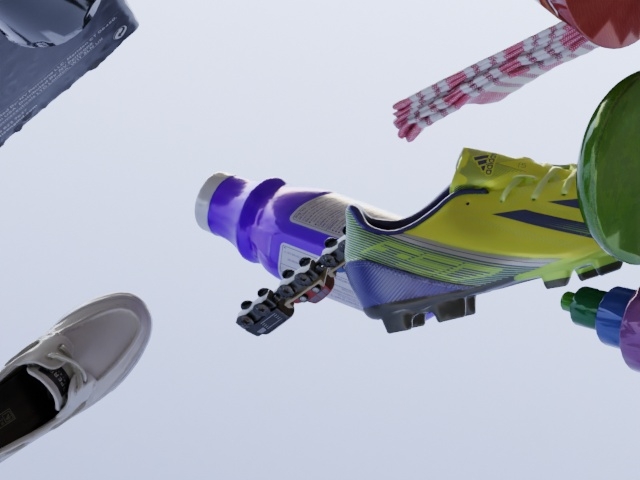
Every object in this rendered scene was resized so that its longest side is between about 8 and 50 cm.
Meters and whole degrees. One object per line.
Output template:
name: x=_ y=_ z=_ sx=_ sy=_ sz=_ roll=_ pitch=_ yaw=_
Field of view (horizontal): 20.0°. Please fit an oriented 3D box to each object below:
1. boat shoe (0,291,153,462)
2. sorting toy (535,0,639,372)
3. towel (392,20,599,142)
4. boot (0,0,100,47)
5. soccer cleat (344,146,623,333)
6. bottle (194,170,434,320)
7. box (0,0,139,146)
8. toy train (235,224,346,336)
boat shoe: x=-0.276 y=0.143 z=1.835 sx=0.267 sy=0.088 sz=0.096 roll=-33 pitch=-86 yaw=-18
sorting toy: x=0.166 y=-0.078 z=1.170 sx=0.126 sy=0.366 sz=0.127 roll=15 pitch=-140 yaw=43
towel: x=0.157 y=-0.125 z=1.248 sx=0.144 sy=0.197 sz=0.029 roll=-23 pitch=-91 yaw=-48
boot: x=-0.173 y=-0.216 z=0.821 sx=0.207 sy=0.094 sz=0.247 roll=0 pitch=-101 yaw=-80
soccer cleat: x=0.153 y=-0.022 z=1.323 sx=0.093 sy=0.289 sz=0.121 roll=1 pitch=-108 yaw=-79
bottle: x=0.000 y=0.000 z=1.814 sx=0.282 sy=0.092 sz=0.118 roll=20 pitch=-156 yaw=32
box: x=-0.305 y=-0.250 z=1.291 sx=0.296 sy=0.182 sz=0.294 roll=48 pitch=176 yaw=13
toy train: x=-0.009 y=0.034 z=1.446 sx=0.036 sy=0.158 sz=0.027 roll=38 pitch=-141 yaw=-20
